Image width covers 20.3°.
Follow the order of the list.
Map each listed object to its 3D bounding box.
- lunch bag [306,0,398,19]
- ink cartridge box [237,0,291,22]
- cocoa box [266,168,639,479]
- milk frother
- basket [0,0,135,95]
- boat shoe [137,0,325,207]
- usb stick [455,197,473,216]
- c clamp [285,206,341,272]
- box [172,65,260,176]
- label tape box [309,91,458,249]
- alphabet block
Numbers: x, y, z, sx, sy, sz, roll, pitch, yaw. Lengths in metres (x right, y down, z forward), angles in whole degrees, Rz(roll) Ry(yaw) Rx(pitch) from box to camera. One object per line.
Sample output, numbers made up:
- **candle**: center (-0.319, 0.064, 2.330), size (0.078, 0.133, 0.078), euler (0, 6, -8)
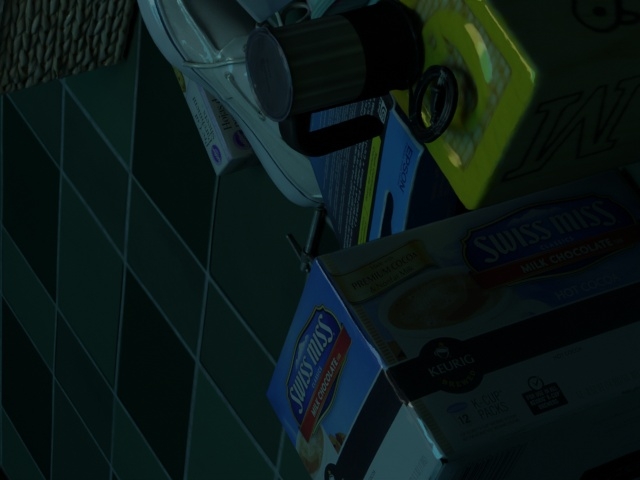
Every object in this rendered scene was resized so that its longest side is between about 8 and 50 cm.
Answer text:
- **lunch bag**: center (0.099, -0.294, 1.670), size (0.108, 0.224, 0.279), euler (67, 152, 13)
- **ink cartridge box**: center (-0.141, -0.450, 1.809), size (0.395, 0.166, 0.285), euler (44, -165, -47)
- **cocoa box**: center (0.164, 0.119, 1.644), size (0.228, 0.347, 0.231), euler (58, 149, 28)
- **milk frother**: center (0.030, -0.137, 1.553), size (0.143, 0.134, 0.129), euler (4, 109, 62)
- **basket**: center (-0.438, -0.433, 2.559), size (0.328, 0.266, 0.331), euler (58, 150, 28)
- **boat shoe**: center (-0.059, -0.199, 2.051), size (0.367, 0.136, 0.156), euler (55, 146, -12)
- **usb stick**: center (0.162, 0.015, 1.923), size (0.077, 0.045, 0.278), euler (35, 134, 52)
- **c clamp**: center (0.000, 0.000, 2.245), size (0.137, 0.022, 0.161), euler (58, 150, 27)
- **box**: center (-0.159, -0.246, 2.360), size (0.324, 0.063, 0.067), euler (68, 154, 11)
- **label tape box**: center (0.082, -0.095, 1.833), size (0.348, 0.115, 0.249), euler (-112, 23, -49)
- **alphabet block**: center (0.194, -0.169, 1.591), size (0.192, 0.197, 0.193), euler (58, 149, 27)
